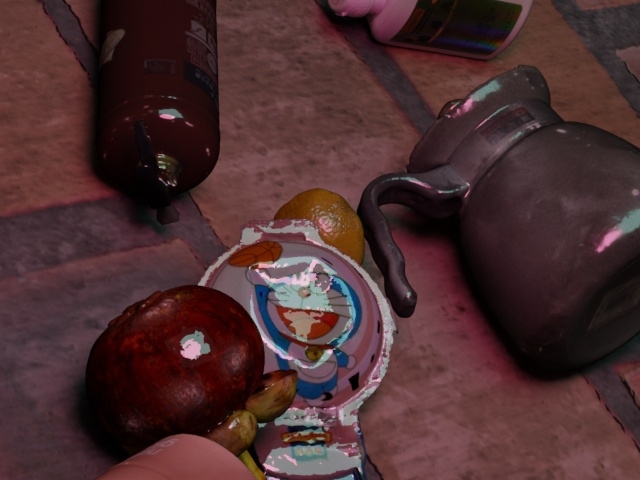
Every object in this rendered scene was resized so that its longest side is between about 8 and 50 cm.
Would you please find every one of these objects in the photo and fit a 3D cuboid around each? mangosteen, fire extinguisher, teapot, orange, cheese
[{"bbox_3d":[-0.104,0.126,1.515,0.181,0.156,0.146,67,19,12],"label":"mangosteen"},{"bbox_3d":[-0.152,-0.150,1.748,0.114,0.135,0.337,-10,49,6],"label":"fire extinguisher"},{"bbox_3d":[0.180,-0.017,1.818,0.305,0.223,0.285,-37,63,-7],"label":"teapot"},{"bbox_3d":[0.000,0.000,1.738,0.085,0.085,0.095,-35,94,-47],"label":"orange"},{"bbox_3d":[-0.019,0.108,1.627,0.188,0.074,0.286,0,63,-13],"label":"cheese"}]

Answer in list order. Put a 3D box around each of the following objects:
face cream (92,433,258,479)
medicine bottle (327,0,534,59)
[{"bbox_3d":[-0.114,0.231,1.401,0.149,0.149,0.104,47,42,14],"label":"face cream"},{"bbox_3d":[0.114,-0.260,2.030,0.219,0.115,0.078,5,50,-28],"label":"medicine bottle"}]
